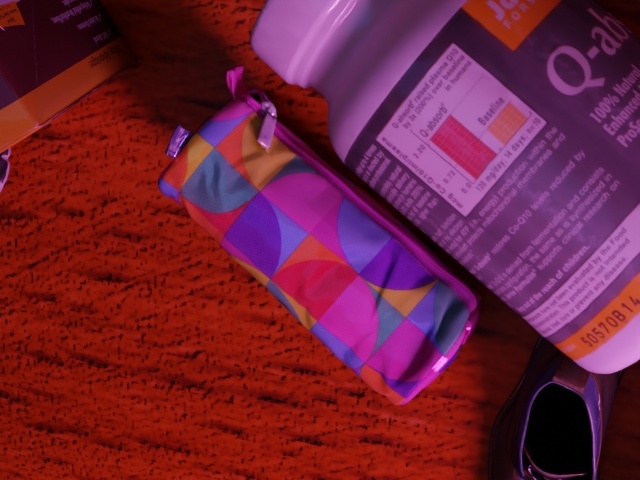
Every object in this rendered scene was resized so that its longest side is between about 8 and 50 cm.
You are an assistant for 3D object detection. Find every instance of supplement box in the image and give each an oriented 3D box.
[{"bbox_3d":[-0.245,-0.148,0.788,0.129,0.191,0.194,-26,104,18],"label":"supplement box"}]

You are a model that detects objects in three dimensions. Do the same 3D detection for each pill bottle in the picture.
[{"bbox_3d":[0.106,-0.069,0.702,0.278,0.162,0.162,41,121,3],"label":"pill bottle"}]

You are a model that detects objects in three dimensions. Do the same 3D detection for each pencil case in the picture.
[{"bbox_3d":[0.000,0.000,0.815,0.236,0.104,0.104,43,121,1],"label":"pencil case"}]

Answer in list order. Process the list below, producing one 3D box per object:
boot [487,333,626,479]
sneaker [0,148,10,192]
[{"bbox_3d":[0.141,0.145,0.803,0.082,0.106,0.219,18,116,17],"label":"boot"},{"bbox_3d":[-0.352,-0.099,0.947,0.279,0.107,0.118,35,140,9],"label":"sneaker"}]
